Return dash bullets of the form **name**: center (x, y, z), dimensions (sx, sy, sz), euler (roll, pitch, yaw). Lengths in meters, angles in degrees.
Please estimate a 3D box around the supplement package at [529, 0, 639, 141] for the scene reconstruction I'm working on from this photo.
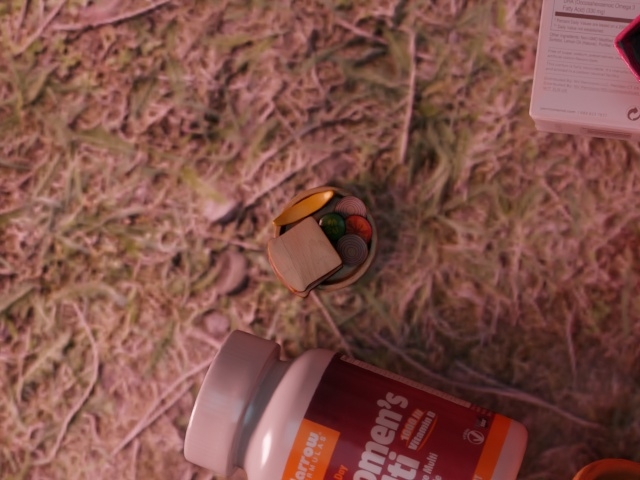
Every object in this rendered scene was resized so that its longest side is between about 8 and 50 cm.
- **supplement package**: center (0.207, -0.163, 1.087), dimensions (0.105, 0.105, 0.179), euler (7, 90, 11)

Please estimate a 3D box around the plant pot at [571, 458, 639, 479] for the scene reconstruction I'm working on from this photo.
- **plant pot**: center (0.210, 0.316, 1.015), dimensions (0.291, 0.291, 0.203), euler (43, 113, 6)

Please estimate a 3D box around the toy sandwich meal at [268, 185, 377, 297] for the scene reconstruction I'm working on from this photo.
- **toy sandwich meal**: center (0.000, 0.000, 1.155), dimensions (0.085, 0.029, 0.086), euler (0, 90, 9)

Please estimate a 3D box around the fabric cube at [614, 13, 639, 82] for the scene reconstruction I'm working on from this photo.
- **fabric cube**: center (0.380, -0.117, 0.918), dimensions (0.259, 0.258, 0.254), euler (-43, 78, 34)

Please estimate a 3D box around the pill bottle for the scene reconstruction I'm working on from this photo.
- **pill bottle**: center (0.024, 0.147, 1.105), dimensions (0.221, 0.121, 0.121), euler (20, 93, 8)
